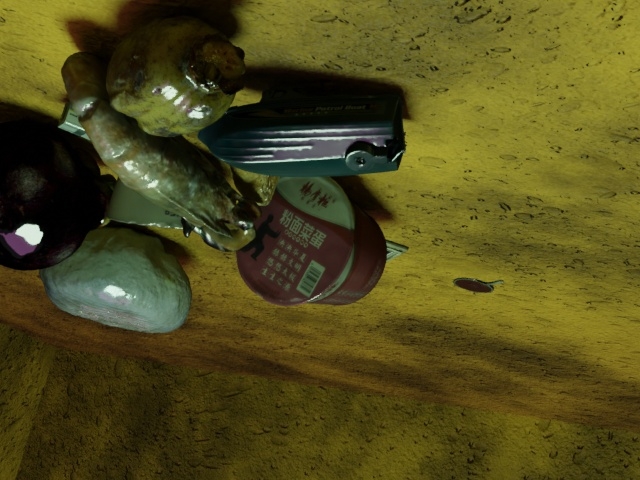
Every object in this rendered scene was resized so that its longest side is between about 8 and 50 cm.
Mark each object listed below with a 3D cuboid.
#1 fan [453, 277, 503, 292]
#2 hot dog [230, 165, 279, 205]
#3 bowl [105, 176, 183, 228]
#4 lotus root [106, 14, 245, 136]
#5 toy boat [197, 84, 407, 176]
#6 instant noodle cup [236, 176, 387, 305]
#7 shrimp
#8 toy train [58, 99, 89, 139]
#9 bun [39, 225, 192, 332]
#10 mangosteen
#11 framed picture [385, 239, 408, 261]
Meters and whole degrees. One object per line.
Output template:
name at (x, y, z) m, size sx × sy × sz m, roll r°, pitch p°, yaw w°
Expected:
fan at (0.327, 0.090, 2.224) m, size 0.085 × 0.005 × 0.133 m, roll 24°, pitch 161°, yaw -28°
hot dog at (-0.104, -0.127, 1.739) m, size 0.073 × 0.084 × 0.242 m, roll 15°, pitch 164°, yaw 2°
bowl at (-0.261, -0.085, 1.889) m, size 0.211 × 0.112 × 0.211 m, roll 5°, pitch -175°, yaw 0°
lotus root at (-0.177, -0.215, 1.405) m, size 0.154 × 0.154 × 0.278 m, roll 24°, pitch 165°, yaw -29°
toy boat at (-0.027, -0.152, 1.523) m, size 0.296 × 0.122 × 0.114 m, roll 0°, pitch 139°, yaw 10°
instant noodle cup at (-0.004, 0.011, 1.893) m, size 0.235 × 0.234 × 0.178 m, roll 3°, pitch 170°, yaw 31°
shrimp at (-0.237, -0.121, 1.645) m, size 0.110 × 0.221 × 0.445 m, roll -34°, pitch 134°, yaw 10°
toy train at (-0.316, -0.170, 1.822) m, size 0.234 × 0.051 × 0.052 m, roll 22°, pitch 165°, yaw -25°
bun at (-0.458, 0.083, 2.471) m, size 0.362 × 0.211 × 0.362 m, roll 10°, pitch 162°, yaw 3°
mangosteen at (-0.496, -0.084, 1.945) m, size 0.302 × 0.275 × 0.275 m, roll -12°, pitch -177°, yaw -40°
framed picture at (0.000, 0.000, 2.173) m, size 0.293 × 0.018 × 0.231 m, roll 19°, pitch 162°, yaw -14°
